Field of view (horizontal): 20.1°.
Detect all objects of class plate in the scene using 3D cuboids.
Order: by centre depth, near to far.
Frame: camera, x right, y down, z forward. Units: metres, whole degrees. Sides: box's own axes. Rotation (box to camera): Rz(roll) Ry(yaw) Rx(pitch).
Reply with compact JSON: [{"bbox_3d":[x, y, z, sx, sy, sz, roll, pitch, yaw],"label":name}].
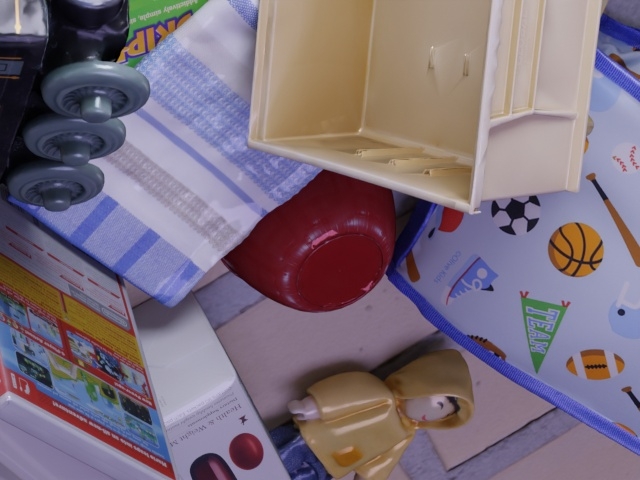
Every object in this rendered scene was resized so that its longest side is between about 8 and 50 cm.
[{"bbox_3d":[-0.246,0.216,1.558,0.045,0.278,0.277,-52,-175,-25],"label":"plate"}]

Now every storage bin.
[{"bbox_3d":[0.080,-0.178,1.402,0.123,0.262,0.260,-6,106,-40],"label":"storage bin"}]

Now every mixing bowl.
[{"bbox_3d":[0.000,0.000,1.681,0.181,0.098,0.181,-14,132,-16],"label":"mixing bowl"}]

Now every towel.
[{"bbox_3d":[-0.100,-0.078,1.556,0.285,0.034,0.209,-41,130,11],"label":"towel"}]

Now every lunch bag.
[{"bbox_3d":[0.298,-0.006,1.731,0.385,0.239,0.328,28,115,-12],"label":"lunch bag"}]

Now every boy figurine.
[{"bbox_3d":[0.033,0.209,1.882,0.285,0.092,0.177,-26,132,-2],"label":"boy figurine"}]

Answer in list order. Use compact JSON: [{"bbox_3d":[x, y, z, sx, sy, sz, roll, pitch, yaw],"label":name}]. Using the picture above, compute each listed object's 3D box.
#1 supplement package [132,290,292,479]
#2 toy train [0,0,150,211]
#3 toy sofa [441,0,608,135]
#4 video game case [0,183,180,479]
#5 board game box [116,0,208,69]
[{"bbox_3d":[-0.155,0.190,1.723,0.194,0.149,0.203,-28,134,-4],"label":"supplement package"},{"bbox_3d":[-0.239,-0.123,1.340,0.190,0.142,0.334,3,159,-17],"label":"toy train"},{"bbox_3d":[0.188,-0.274,1.483,0.150,0.177,0.362,-1,128,-35],"label":"toy sofa"},{"bbox_3d":[-0.216,0.068,1.491,0.025,0.285,0.204,-37,135,16],"label":"video game case"},{"bbox_3d":[-0.149,-0.224,1.457,0.124,0.039,0.259,-8,128,-21],"label":"board game box"}]
